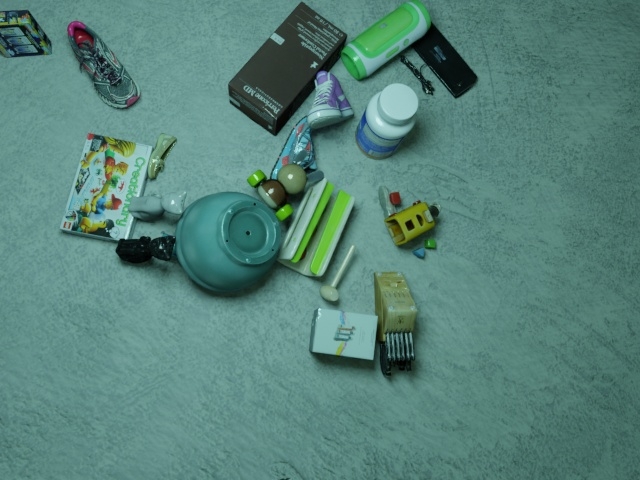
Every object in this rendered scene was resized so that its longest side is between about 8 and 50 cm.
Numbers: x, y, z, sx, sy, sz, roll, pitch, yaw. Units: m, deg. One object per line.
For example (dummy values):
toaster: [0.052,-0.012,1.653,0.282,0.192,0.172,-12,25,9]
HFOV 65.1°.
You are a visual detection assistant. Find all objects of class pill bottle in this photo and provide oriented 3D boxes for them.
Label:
pill bottle: [0.202,-0.363,1.529,0.152,0.272,0.152,2,78,-7]

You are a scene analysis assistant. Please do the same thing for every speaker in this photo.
speaker: [0.215,-0.661,1.651,0.296,0.131,0.131,-37,85,-4]

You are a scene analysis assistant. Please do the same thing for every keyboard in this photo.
keyboard: [0.379,-0.619,1.730,0.201,0.033,0.317,-36,84,-14]

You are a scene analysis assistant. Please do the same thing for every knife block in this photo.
knife block: [0.214,0.259,1.510,0.088,0.242,0.275,1,33,-8]

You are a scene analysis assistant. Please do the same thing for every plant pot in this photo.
plant pot: [-0.229,-0.008,1.384,0.293,0.196,0.293,6,78,-32]

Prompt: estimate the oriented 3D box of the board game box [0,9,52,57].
board game box: [-0.906,-0.614,1.493,0.141,0.170,0.048,-6,81,-9]

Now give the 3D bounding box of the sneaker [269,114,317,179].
sneaker: [-0.061,-0.265,1.574,0.125,0.104,0.261,26,86,-7]

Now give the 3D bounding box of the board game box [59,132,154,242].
board game box: [-0.629,-0.154,1.492,0.193,0.053,0.305,11,77,-6]

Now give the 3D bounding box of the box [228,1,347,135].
box: [-0.104,-0.548,1.599,0.191,0.143,0.381,36,78,1]

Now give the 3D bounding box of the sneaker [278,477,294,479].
sneaker: [-0.136,0.778,1.354,0.118,0.107,0.279,38,79,-17]

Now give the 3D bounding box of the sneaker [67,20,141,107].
sneaker: [-0.674,-0.533,1.536,0.121,0.112,0.299,-41,87,-13]

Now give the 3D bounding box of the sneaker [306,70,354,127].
sneaker: [0.005,-0.432,1.524,0.102,0.282,0.161,-19,100,22]

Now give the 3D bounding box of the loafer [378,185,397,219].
loafer: [0.218,-0.116,1.602,0.039,0.045,0.125,-11,86,-27]

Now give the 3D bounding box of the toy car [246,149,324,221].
toy car: [-0.091,-0.173,1.458,0.188,0.149,0.155,-39,95,1]

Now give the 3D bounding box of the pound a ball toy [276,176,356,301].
pound a ball toy: [0.000,0.000,1.519,0.208,0.136,0.319,30,75,-26]

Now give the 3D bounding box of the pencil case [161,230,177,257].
pencil case: [-0.401,0.024,1.479,0.152,0.070,0.064,16,120,-5]

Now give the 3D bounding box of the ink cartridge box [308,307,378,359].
ink cartridge box: [0.062,0.272,1.453,0.176,0.128,0.127,10,78,-4]

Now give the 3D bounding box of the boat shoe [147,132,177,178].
boat shoe: [-0.485,-0.256,1.533,0.048,0.056,0.153,15,68,-3]

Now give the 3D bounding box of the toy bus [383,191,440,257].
toy bus: [0.302,-0.065,1.545,0.191,0.104,0.202,20,76,-17]

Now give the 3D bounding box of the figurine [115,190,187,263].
figurine: [-0.458,-0.042,1.401,0.092,0.209,0.214,25,70,-47]
